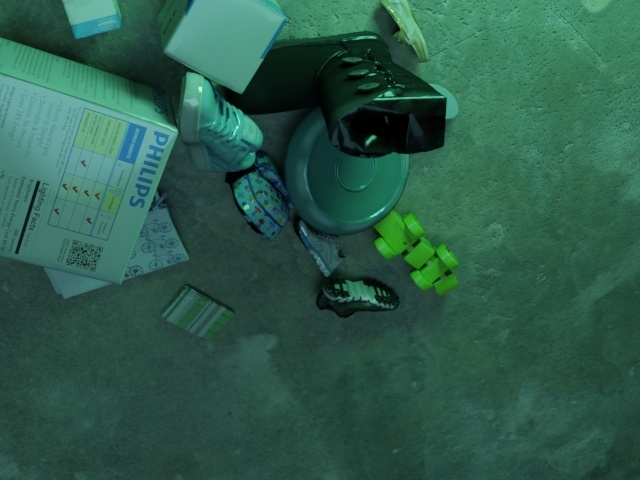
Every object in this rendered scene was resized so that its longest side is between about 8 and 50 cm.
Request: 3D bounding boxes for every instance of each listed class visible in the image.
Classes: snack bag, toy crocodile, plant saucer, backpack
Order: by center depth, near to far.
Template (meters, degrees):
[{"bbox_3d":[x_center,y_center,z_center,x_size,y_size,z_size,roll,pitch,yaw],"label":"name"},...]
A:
[{"bbox_3d":[-0.123,-0.090,1.789,0.116,0.173,0.158,-34,121,9],"label":"backpack"},{"bbox_3d":[0.072,-0.162,1.796,0.317,0.043,0.318,-7,106,-25],"label":"plant saucer"},{"bbox_3d":[-0.490,-0.035,1.799,0.323,0.037,0.343,-16,131,-2],"label":"snack bag"},{"bbox_3d":[0.229,0.018,1.987,0.115,0.105,0.340,-42,116,15],"label":"toy crocodile"}]

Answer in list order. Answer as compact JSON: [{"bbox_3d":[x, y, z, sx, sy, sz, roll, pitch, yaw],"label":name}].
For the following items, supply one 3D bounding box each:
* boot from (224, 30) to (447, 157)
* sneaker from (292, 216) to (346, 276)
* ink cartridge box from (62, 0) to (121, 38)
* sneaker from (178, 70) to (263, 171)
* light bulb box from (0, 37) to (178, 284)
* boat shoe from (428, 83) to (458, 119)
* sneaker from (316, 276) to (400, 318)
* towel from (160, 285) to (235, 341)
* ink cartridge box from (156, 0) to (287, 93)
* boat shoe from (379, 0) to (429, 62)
[{"bbox_3d":[0.009,-0.262,1.548,0.366,0.445,0.146,-18,123,-1],"label":"boot"},{"bbox_3d":[0.000,0.000,1.943,0.083,0.071,0.191,-34,131,2],"label":"sneaker"},{"bbox_3d":[-0.440,-0.471,1.531,0.089,0.092,0.143,-14,124,-4],"label":"ink cartridge box"},{"bbox_3d":[-0.191,-0.234,1.616,0.150,0.366,0.135,1,79,0],"label":"sneaker"},{"bbox_3d":[-0.505,-0.150,1.558,0.361,0.225,0.358,16,114,-22],"label":"light bulb box"},{"bbox_3d":[0.200,-0.296,1.790,0.228,0.076,0.080,-5,83,-34],"label":"boat shoe"},{"bbox_3d":[0.088,0.150,2.047,0.234,0.078,0.106,10,139,-30],"label":"sneaker"},{"bbox_3d":[-0.303,0.181,2.011,0.152,0.023,0.113,32,112,-29],"label":"towel"},{"bbox_3d":[-0.192,-0.422,1.533,0.168,0.233,0.171,24,113,-27],"label":"ink cartridge box"},{"bbox_3d":[0.176,-0.444,1.707,0.059,0.063,0.170,-26,114,7],"label":"boat shoe"}]
